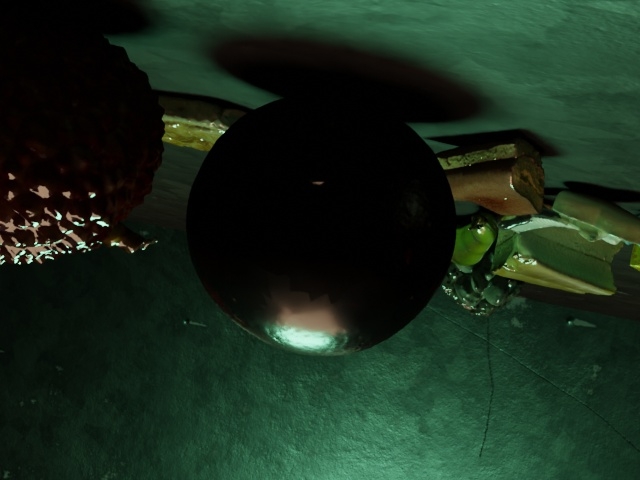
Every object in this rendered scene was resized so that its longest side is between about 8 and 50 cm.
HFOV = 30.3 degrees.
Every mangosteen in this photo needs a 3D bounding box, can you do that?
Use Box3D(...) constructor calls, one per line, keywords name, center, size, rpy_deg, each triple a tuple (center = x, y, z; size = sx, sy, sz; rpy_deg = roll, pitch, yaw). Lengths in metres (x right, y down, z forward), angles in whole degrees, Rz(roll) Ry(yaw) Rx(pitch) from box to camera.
Box3D(name="mangosteen", center=(-0.010, -0.004, 1.293), size=(0.297, 0.297, 0.313), rpy_deg=(14, 136, -26))

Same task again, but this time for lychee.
Box3D(name="lychee", center=(-0.280, -0.093, 1.157), size=(0.300, 0.264, 0.264), rpy_deg=(50, 163, -15))

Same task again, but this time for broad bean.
Box3D(name="broad bean", center=(0.258, -0.005, 2.031), size=(0.075, 0.067, 0.325), rpy_deg=(10, 166, -4))

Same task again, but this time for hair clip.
Box3D(name="hair clip", center=(0.347, -0.028, 1.581), size=(0.159, 0.071, 0.218), rpy_deg=(9, -176, -39))

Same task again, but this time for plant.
Box3D(name="plant", center=(0.320, 0.070, 2.293), size=(0.146, 0.149, 0.274), rpy_deg=(34, 179, 9))

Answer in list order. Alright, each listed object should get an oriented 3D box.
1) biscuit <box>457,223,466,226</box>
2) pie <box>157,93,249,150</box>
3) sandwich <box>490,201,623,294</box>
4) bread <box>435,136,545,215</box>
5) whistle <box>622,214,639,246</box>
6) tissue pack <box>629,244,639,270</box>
Box3D(name="biscuit", center=(0.226, -0.026, 2.176), size=(0.130, 0.019, 0.119), rpy_deg=(12, 175, -17))
Box3D(name="pie", center=(-0.151, -0.147, 1.545), size=(0.195, 0.046, 0.195), rpy_deg=(13, 174, 1))
Box3D(name="sandwich", center=(0.365, 0.012, 1.776), size=(0.186, 0.108, 0.220), rpy_deg=(12, 172, 2))
Box3D(name="bread", center=(0.205, -0.075, 1.373), size=(0.119, 0.067, 0.192), rpy_deg=(23, 169, -28))
Box3D(name="whistle", center=(0.489, 0.030, 1.600), size=(0.186, 0.093, 0.274), rpy_deg=(57, -178, 25))
Box3D(name="tissue pack", center=(0.562, 0.029, 1.759), size=(0.176, 0.062, 0.095), rpy_deg=(10, 175, 30))
